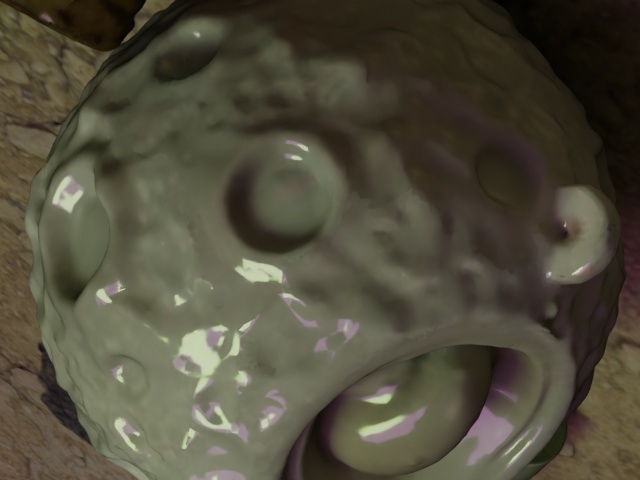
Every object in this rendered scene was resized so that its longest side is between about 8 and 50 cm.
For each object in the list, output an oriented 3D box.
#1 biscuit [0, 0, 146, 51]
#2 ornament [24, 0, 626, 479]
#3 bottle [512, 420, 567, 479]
[{"bbox_3d":[-0.277,-0.240,1.050,0.368,0.076,0.394,30,-176,-18],"label":"biscuit"},{"bbox_3d":[0.000,0.000,1.044,0.337,0.337,0.337,25,148,17],"label":"ornament"},{"bbox_3d":[0.118,0.170,1.401,0.072,0.072,0.201,36,149,0],"label":"bottle"}]
